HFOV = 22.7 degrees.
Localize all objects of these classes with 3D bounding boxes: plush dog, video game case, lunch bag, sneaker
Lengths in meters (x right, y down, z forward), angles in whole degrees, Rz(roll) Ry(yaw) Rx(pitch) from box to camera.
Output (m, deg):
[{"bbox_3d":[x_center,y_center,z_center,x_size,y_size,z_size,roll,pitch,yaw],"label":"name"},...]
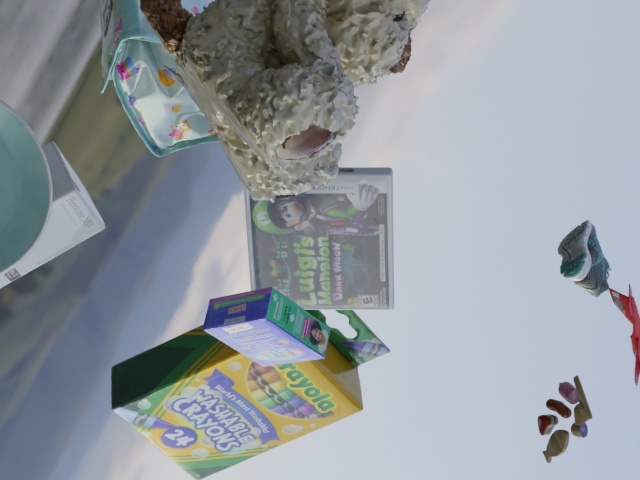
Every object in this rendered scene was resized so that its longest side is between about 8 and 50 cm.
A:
[{"bbox_3d":[-0.005,-0.178,1.342,0.225,0.210,0.262,-34,173,-9],"label":"plush dog"},{"bbox_3d":[0.000,0.000,1.879,0.022,0.173,0.190,-83,172,-58],"label":"video game case"},{"bbox_3d":[-0.220,-0.279,2.176,0.160,0.262,0.223,-15,-125,14],"label":"lunch bag"},{"bbox_3d":[0.398,0.031,2.370,0.065,0.076,0.166,-40,-166,28],"label":"sneaker"}]

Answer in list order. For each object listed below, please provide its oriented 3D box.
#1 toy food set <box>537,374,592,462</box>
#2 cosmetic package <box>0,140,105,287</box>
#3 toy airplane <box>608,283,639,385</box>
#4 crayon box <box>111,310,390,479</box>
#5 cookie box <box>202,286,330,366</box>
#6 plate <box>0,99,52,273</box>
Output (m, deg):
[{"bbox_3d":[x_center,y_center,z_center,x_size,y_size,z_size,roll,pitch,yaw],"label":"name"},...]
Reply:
[{"bbox_3d":[0.297,0.212,1.926,0.122,0.019,0.078,126,-46,-54],"label":"toy food set"},{"bbox_3d":[-0.385,-0.010,1.893,0.231,0.085,0.117,-29,154,-1],"label":"cosmetic package"},{"bbox_3d":[0.417,0.121,2.098,0.028,0.151,0.151,-17,-150,19],"label":"toy airplane"},{"bbox_3d":[-0.089,0.186,2.111,0.323,0.203,0.083,-26,-137,18],"label":"crayon box"},{"bbox_3d":[-0.058,0.095,1.729,0.092,0.107,0.040,-11,-123,36],"label":"cookie box"},{"bbox_3d":[-0.334,-0.052,1.439,0.188,0.188,0.024,-59,-173,14],"label":"plate"}]
